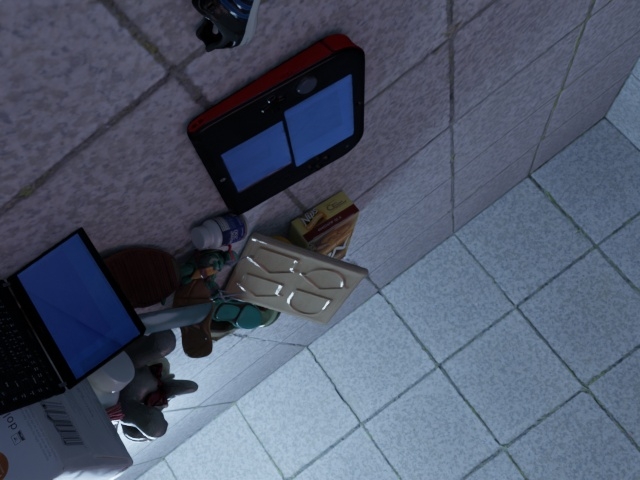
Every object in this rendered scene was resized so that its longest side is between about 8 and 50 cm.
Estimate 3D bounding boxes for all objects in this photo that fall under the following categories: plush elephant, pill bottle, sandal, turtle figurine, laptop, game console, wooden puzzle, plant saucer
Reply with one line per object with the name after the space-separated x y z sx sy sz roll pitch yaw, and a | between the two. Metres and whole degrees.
-0.465 0.404 1.653 0.330 0.271 0.255 -14 159 26 | plush elephant
-0.221 -0.019 1.337 0.120 0.067 0.067 -21 156 -43 | pill bottle
-0.162 0.155 1.871 0.086 0.120 0.302 -5 141 -30 | sandal
-0.270 0.077 1.414 0.234 0.118 0.175 -18 145 -9 | turtle figurine
-0.459 0.120 0.946 0.136 0.234 0.264 -49 160 29 | laptop
-0.063 -0.205 1.183 0.342 0.060 0.386 -35 162 -8 | game console
-0.075 0.100 1.681 0.347 0.323 0.080 125 -20 -52 | wooden puzzle
-0.597 0.379 1.460 0.302 0.169 0.169 -40 163 11 | pill bottle
-0.387 0.178 1.307 0.318 0.043 0.317 -10 177 -1 | plant saucer

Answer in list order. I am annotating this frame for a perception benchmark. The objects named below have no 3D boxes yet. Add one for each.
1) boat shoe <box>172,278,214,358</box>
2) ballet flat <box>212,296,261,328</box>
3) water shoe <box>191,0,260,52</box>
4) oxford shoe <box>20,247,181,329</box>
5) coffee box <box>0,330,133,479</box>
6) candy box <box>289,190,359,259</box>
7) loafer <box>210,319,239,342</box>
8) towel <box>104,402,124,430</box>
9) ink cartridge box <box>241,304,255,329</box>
-0.327 0.181 1.567 0.105 0.089 0.285 0 127 -12 | boat shoe
-0.262 0.203 1.795 0.083 0.087 0.247 -58 151 0 | ballet flat
-0.121 -0.313 0.764 0.080 0.072 0.203 -29 161 -19 | water shoe
-0.430 0.093 1.201 0.130 0.122 0.348 -16 178 34 | oxford shoe
-0.617 0.371 1.110 0.335 0.337 0.338 -34 164 -9 | coffee box
0.000 0.000 1.791 0.183 0.087 0.316 -32 161 -18 | candy box
-0.324 0.260 1.803 0.092 0.102 0.268 -43 160 11 | loafer
-0.603 0.514 1.448 0.237 0.037 0.329 -18 153 -37 | towel
-0.164 0.216 2.103 0.208 0.045 0.206 -46 161 22 | ink cartridge box
